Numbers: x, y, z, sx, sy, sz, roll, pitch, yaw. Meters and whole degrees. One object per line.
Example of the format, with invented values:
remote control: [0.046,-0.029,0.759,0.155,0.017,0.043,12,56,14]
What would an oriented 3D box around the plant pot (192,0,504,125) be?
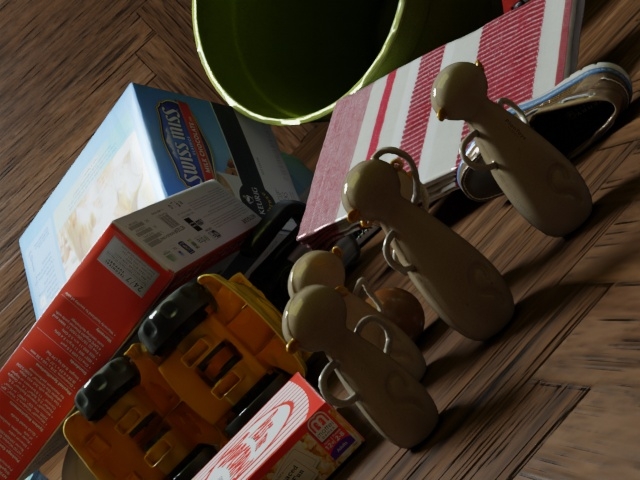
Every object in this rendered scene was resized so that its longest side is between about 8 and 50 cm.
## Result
plant pot: [0.071,-0.326,1.774,0.366,0.367,0.353,-40,-25,30]

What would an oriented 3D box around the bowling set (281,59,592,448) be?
bowling set: [0.044,0.022,0.931,0.287,0.154,0.200,-49,9,-33]

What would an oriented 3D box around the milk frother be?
milk frother: [-0.008,0.034,1.428,0.143,0.129,0.135,23,59,34]

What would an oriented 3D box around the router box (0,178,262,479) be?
router box: [-0.220,0.090,1.362,0.301,0.082,0.335,-51,-3,16]

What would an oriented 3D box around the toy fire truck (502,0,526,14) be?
toy fire truck: [0.357,-0.456,2.236,0.192,0.047,0.135,-39,9,37]

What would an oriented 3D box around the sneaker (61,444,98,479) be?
sneaker: [-0.157,0.173,1.348,0.169,0.108,0.292,-43,6,31]

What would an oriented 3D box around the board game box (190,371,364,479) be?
board game box: [-0.060,0.194,0.965,0.193,0.045,0.147,-45,8,-5]

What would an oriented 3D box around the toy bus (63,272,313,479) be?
toy bus: [-0.115,0.137,1.228,0.220,0.149,0.211,-45,-2,10]

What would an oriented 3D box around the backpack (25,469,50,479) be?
backpack: [-0.360,0.338,1.398,0.166,0.144,0.188,-47,3,21]

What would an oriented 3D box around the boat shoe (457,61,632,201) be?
boat shoe: [0.188,-0.088,1.101,0.183,0.066,0.066,-40,10,30]

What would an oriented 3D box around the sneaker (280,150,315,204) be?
sneaker: [-0.071,-0.067,1.928,0.135,0.150,0.366,-42,-1,-16]

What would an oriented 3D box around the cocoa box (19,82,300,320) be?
cocoa box: [-0.221,-0.002,1.707,0.347,0.227,0.231,-47,49,34]

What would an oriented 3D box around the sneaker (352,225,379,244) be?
sneaker: [0.047,-0.017,1.548,0.109,0.040,0.043,-46,10,-12]

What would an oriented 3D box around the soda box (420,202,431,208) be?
soda box: [0.119,-0.121,1.532,0.098,0.091,0.286,-42,8,15]

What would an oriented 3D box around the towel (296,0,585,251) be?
towel: [0.126,-0.126,1.306,0.329,0.037,0.237,-23,36,36]
